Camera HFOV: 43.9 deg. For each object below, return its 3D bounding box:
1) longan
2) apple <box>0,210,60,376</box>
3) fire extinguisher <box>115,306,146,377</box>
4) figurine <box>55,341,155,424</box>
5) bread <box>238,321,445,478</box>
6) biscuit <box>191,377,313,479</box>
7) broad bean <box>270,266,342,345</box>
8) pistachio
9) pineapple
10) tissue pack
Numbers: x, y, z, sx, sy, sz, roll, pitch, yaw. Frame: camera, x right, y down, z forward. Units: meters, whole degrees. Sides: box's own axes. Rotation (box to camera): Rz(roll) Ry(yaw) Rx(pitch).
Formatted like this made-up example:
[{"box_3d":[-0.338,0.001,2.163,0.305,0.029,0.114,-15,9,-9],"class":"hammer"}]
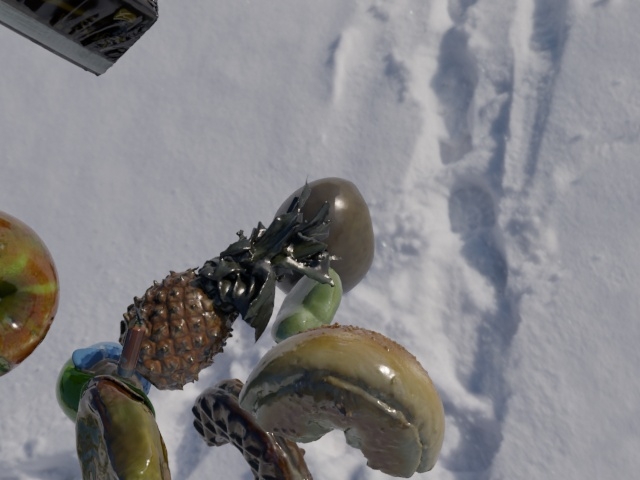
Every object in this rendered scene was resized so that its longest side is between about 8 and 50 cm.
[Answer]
[{"box_3d":[0.000,0.000,1.997,0.288,0.350,0.288,6,43,-6],"class":"longan"},{"box_3d":[-0.499,0.072,1.106,0.226,0.246,0.246,7,66,35],"class":"apple"},{"box_3d":[-0.224,0.121,0.940,0.028,0.022,0.083,32,112,38],"class":"fire extinguisher"},{"box_3d":[-0.333,0.247,1.254,0.143,0.162,0.263,-55,25,-6],"class":"figurine"},{"box_3d":[0.035,0.208,1.170,0.314,0.192,0.171,12,42,13],"class":"bread"},{"box_3d":[-0.160,0.462,1.831,0.366,0.268,0.115,33,49,32],"class":"biscuit"},{"box_3d":[-0.028,0.147,1.584,0.169,0.100,0.228,-24,28,53],"class":"broad bean"},{"box_3d":[-0.132,0.177,0.561,0.089,0.049,0.173,-36,63,49],"class":"pistachio"},{"box_3d":[-0.120,0.067,1.141,0.364,0.165,0.165,-36,50,8],"class":"pineapple"},{"box_3d":[-0.450,-0.440,1.254,0.198,0.370,0.210,-39,45,27],"class":"tissue pack"}]
